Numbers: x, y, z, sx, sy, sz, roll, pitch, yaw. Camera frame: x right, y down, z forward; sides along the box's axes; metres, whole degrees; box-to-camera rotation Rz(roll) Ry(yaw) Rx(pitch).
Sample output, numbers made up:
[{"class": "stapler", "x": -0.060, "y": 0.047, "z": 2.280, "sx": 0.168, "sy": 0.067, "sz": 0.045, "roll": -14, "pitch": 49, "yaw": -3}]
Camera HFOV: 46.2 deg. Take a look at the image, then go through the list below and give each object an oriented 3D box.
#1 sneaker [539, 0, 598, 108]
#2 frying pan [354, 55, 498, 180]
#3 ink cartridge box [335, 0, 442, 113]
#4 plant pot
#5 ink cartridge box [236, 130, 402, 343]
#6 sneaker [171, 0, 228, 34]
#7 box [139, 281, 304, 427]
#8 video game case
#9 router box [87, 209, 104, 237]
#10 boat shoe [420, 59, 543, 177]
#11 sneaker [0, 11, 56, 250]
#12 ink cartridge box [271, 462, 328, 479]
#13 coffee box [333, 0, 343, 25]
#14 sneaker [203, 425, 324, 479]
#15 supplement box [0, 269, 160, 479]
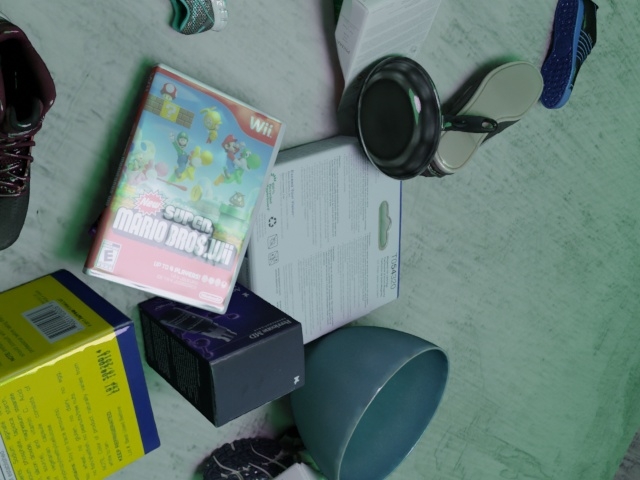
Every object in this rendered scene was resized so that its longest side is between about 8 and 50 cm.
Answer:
[{"class": "sneaker", "x": 0.519, "y": -0.383, "z": 1.542, "sx": 0.090, "sy": 0.081, "sz": 0.232, "roll": 0, "pitch": 106, "yaw": -35}, {"class": "frying pan", "x": 0.168, "y": -0.222, "z": 1.245, "sx": 0.326, "sy": 0.053, "sz": 0.197, "roll": -32, "pitch": 114, "yaw": -36}, {"class": "ink cartridge box", "x": 0.098, "y": -0.320, "z": 1.173, "sx": 0.181, "sy": 0.056, "sz": 0.225, "roll": -32, "pitch": 162, "yaw": -27}, {"class": "plant pot", "x": 0.059, "y": 0.262, "z": 1.299, "sx": 0.290, "sy": 0.195, "sz": 0.290, "roll": -32, "pitch": 139, "yaw": -34}, {"class": "ink cartridge box", "x": 0.000, "y": 0.000, "z": 1.241, "sx": 0.330, "sy": 0.071, "sz": 0.324, "roll": -21, "pitch": 120, "yaw": -39}, {"class": "sneaker", "x": -0.171, "y": -0.336, "z": 0.946, "sx": 0.076, "sy": 0.065, "sz": 0.166, "roll": -30, "pitch": 124, "yaw": -25}, {"class": "box", "x": -0.142, "y": 0.149, "z": 1.074, "sx": 0.153, "sy": 0.207, "sz": 0.108, "roll": -20, "pitch": 120, "yaw": -35}, {"class": "video game case", "x": -0.173, "y": -0.063, "z": 1.001, "sx": 0.204, "sy": 0.025, "sz": 0.285, "roll": 21, "pitch": 84, "yaw": -32}, {"class": "router box", "x": -0.207, "y": -0.014, "z": 1.038, "sx": 0.179, "sy": 0.046, "sz": 0.133, "roll": 39, "pitch": 81, "yaw": -33}, {"class": "boat shoe", "x": 0.288, "y": -0.231, "z": 1.404, "sx": 0.335, "sy": 0.095, "sz": 0.112, "roll": -42, "pitch": 105, "yaw": -27}, {"class": "sneaker", "x": -0.348, "y": -0.103, "z": 0.808, "sx": 0.106, "sy": 0.162, "sz": 0.281, "roll": -12, "pitch": 115, "yaw": -39}, {"class": "ink cartridge box", "x": -0.087, "y": 0.514, "z": 1.260, "sx": 0.273, "sy": 0.115, "sz": 0.198, "roll": -36, "pitch": 145, "yaw": 1}, {"class": "coffee box", "x": 0.067, "y": -0.427, "z": 1.137, "sx": 0.113, "sy": 0.040, "sz": 0.184, "roll": -25, "pitch": 123, "yaw": -34}, {"class": "sneaker", "x": -0.083, "y": 0.418, "z": 1.317, "sx": 0.283, "sy": 0.110, "sz": 0.122, "roll": -1, "pitch": 111, "yaw": -42}, {"class": "supplement box", "x": -0.401, "y": 0.208, "z": 0.872, "sx": 0.356, "sy": 0.195, "sz": 0.194, "roll": -24, "pitch": 122, "yaw": -34}]
